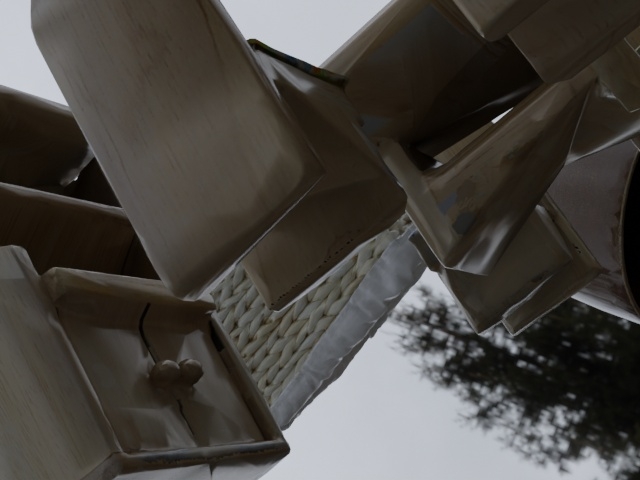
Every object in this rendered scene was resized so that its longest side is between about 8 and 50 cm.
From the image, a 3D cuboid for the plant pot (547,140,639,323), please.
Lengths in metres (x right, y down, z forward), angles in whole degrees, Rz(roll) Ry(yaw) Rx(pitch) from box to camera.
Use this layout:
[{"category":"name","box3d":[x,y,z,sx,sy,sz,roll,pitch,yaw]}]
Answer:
[{"category":"plant pot","box3d":[0.256,-0.034,1.098,0.215,0.230,0.215,-8,-78,-44]}]

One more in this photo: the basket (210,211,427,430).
[{"category":"basket","box3d":[0.000,0.000,1.421,0.331,0.266,0.328,-53,-7,31]}]

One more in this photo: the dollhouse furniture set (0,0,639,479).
[{"category":"dollhouse furniture set","box3d":[-0.018,-0.068,0.557,0.394,0.256,0.362,-40,-23,19]}]
